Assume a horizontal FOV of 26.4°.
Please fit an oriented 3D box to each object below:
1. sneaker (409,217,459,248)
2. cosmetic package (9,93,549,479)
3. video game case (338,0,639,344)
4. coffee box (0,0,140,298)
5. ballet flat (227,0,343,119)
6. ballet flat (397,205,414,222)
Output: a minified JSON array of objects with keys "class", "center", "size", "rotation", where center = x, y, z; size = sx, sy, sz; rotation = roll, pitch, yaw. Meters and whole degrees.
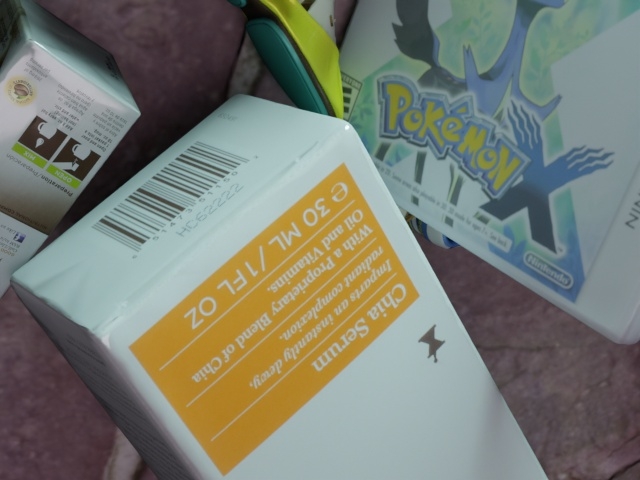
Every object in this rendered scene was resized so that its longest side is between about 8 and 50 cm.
[{"class":"sneaker","center":[0.150,-0.030,1.169],"size":[0.144,0.059,0.053],"rotation":[-23,116,-7]},{"class":"cosmetic package","center":[0.000,0.141,1.030],"size":[0.230,0.161,0.453],"rotation":[-42,122,-17]},{"class":"video game case","center":[0.154,-0.134,0.986],"size":[0.036,0.329,0.300],"rotation":[0,118,-49]},{"class":"coffee box","center":[-0.251,-0.044,0.995],"size":[0.098,0.141,0.246],"rotation":[33,101,-27]},{"class":"ballet flat","center":[-0.036,-0.189,1.032],"size":[0.077,0.077,0.231],"rotation":[-45,114,-11]},{"class":"ballet flat","center":[0.000,0.000,1.129],"size":[0.232,0.073,0.080],"rotation":[-40,121,4]}]
